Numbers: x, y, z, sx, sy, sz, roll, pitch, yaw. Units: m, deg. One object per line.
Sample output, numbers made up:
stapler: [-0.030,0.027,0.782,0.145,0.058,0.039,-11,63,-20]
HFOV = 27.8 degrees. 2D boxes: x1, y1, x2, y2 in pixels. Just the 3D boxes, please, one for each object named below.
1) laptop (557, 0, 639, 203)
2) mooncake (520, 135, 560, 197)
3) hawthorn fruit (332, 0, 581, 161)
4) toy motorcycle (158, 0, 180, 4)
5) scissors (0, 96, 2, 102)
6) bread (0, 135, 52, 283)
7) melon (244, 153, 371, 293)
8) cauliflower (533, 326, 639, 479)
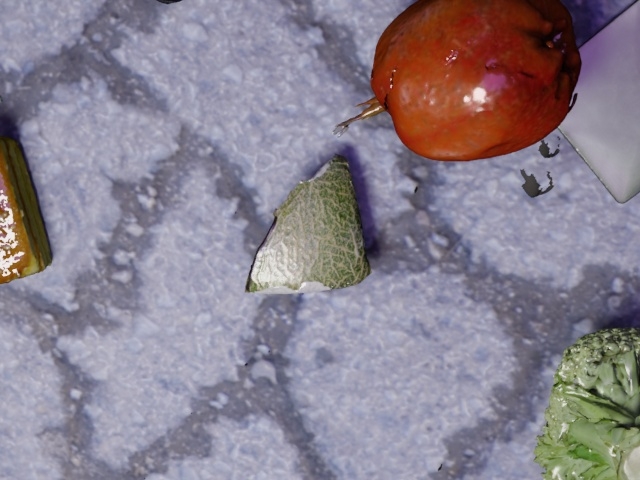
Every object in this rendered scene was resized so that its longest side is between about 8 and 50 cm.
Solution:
laptop: [0.409,-0.193,1.543,0.269,0.015,0.187,-39,96,10]
mooncake: [0.399,-0.120,1.511,0.347,0.057,0.150,-26,130,7]
hawthorn fruit: [0.148,-0.183,1.478,0.299,0.211,0.211,-21,98,18]
toy motorcycle: [-0.291,-0.389,1.476,0.359,0.125,0.212,2,91,-23]
scissors: [-0.478,-0.274,1.600,0.144,0.017,0.247,-19,100,8]
bread: [-0.472,-0.023,1.598,0.234,0.110,0.184,-13,100,6]
melon: [0.003,0.002,1.577,0.139,0.093,0.202,33,93,1]
cauliflower: [0.380,0.257,1.512,0.275,0.250,0.272,27,100,4]
